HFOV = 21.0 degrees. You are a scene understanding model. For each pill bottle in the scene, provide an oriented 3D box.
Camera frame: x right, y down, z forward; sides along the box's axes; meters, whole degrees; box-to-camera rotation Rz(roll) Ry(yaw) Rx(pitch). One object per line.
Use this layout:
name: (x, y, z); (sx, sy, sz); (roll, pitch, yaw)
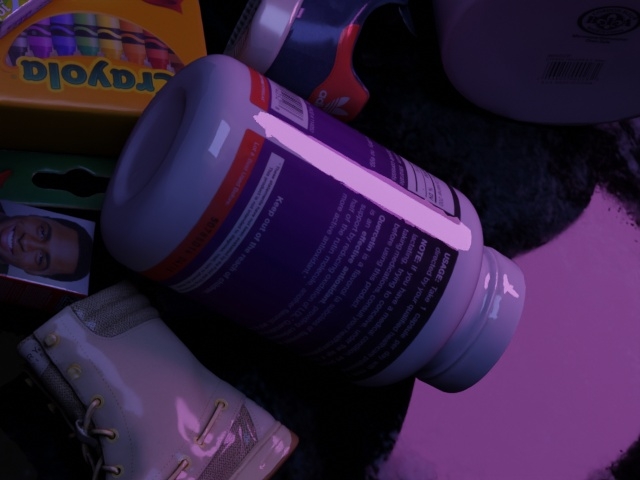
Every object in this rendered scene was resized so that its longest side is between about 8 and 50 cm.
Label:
pill bottle: (0.000, 0.000, 1.375); (0.323, 0.181, 0.182); (29, 52, -22)

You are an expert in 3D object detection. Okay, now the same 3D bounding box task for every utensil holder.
utensil holder: (0.245, -0.349, 1.637); (0.327, 0.327, 0.386); (8, 59, -22)

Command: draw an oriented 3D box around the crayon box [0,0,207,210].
crayon box: (-0.204, -0.178, 1.460); (0.202, 0.081, 0.319); (3, 61, -26)

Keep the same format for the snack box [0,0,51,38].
snack box: (-0.250, -0.233, 1.394); (0.100, 0.037, 0.141); (43, 52, 1)

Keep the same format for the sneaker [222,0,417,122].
sneaker: (0.033, -0.252, 1.604); (0.148, 0.131, 0.350); (30, 60, -12)

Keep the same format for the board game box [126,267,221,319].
board game box: (-0.115, 0.021, 1.423); (0.090, 0.020, 0.090); (-1, 62, -28)

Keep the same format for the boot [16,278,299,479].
boot: (-0.161, 0.158, 1.270); (0.203, 0.095, 0.262); (45, 50, 4)

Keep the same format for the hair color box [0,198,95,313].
hair color box: (-0.251, 0.007, 1.348); (0.141, 0.043, 0.072); (14, 55, -20)
